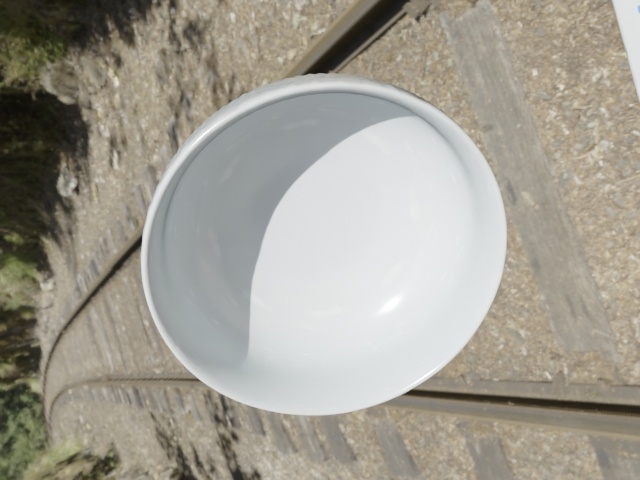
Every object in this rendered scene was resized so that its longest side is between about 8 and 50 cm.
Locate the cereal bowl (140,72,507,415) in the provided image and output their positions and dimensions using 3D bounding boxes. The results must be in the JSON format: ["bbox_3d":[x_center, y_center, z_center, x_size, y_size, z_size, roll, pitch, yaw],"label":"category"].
[{"bbox_3d":[0.000,0.000,0.582,0.141,0.338,0.339,-108,14,-63],"label":"cereal bowl"}]

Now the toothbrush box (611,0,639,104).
[{"bbox_3d":[0.327,-0.217,0.342,0.295,0.126,0.217,-14,85,35],"label":"toothbrush box"}]
